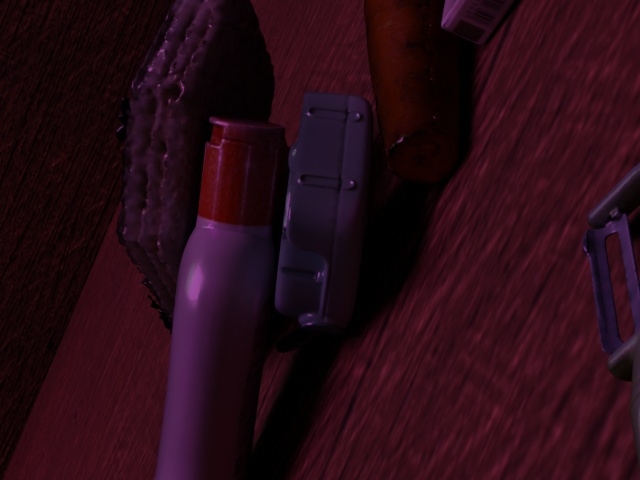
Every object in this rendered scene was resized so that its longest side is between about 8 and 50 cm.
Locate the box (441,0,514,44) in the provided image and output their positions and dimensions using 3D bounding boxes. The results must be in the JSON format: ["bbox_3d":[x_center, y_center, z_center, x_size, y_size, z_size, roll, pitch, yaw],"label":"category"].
[{"bbox_3d":[0.115,-0.192,0.600,0.198,0.029,0.109,125,162,-48],"label":"box"}]

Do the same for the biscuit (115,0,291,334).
[{"bbox_3d":[-0.063,-0.033,0.782,0.250,0.046,0.147,74,-144,-62],"label":"biscuit"}]

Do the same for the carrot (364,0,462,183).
[{"bbox_3d":[0.049,-0.092,0.659,0.162,0.055,0.055,-87,23,-43],"label":"carrot"}]

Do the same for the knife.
[{"bbox_3d":[0.094,0.044,0.323,0.054,0.015,0.212,-49,21,34],"label":"knife"}]

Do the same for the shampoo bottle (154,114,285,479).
[{"bbox_3d":[-0.053,0.045,0.697,0.108,0.051,0.221,-59,-23,-79],"label":"shampoo bottle"}]

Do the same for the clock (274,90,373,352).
[{"bbox_3d":[0.000,0.000,0.663,0.135,0.041,0.101,98,178,-47],"label":"clock"}]
